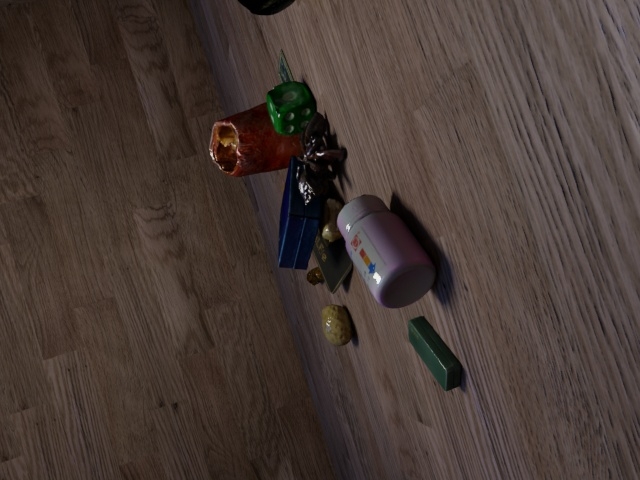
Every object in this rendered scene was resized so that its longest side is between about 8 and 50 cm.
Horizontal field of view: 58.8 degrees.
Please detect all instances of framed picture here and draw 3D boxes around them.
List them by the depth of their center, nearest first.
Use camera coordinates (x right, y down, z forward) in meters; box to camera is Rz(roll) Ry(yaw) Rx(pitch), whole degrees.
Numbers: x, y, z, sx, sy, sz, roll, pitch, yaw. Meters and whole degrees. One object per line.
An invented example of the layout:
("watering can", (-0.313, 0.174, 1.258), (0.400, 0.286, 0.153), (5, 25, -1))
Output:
("framed picture", (-0.115, -0.547, 1.972), (0.142, 0.011, 0.183), (111, 140, -70))

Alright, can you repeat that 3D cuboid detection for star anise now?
("star anise", (-0.011, -0.242, 1.696), (0.212, 0.129, 0.282), (101, 159, -52))

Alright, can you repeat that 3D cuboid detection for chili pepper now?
("chili pepper", (-0.204, -0.340, 1.945), (0.229, 0.306, 0.251), (60, 156, 17))

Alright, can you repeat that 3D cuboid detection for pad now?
("pad", (-0.024, 0.009, 2.030), (0.375, 0.063, 0.315), (67, 153, 26))

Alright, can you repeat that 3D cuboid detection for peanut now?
("peanut", (0.058, 0.314, 2.112), (0.140, 0.109, 0.159), (112, 138, -69))

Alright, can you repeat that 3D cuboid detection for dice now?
("dice", (-0.092, -0.413, 1.785), (0.120, 0.129, 0.130), (89, 159, -54))

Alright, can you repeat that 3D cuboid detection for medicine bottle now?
("medicine bottle", (0.143, 0.019, 1.297), (0.151, 0.152, 0.254), (86, 163, -44))

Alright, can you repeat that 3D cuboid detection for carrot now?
("carrot", (-0.013, 0.142, 2.315), (0.229, 0.069, 0.068), (139, 114, -75))

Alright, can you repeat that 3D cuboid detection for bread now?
("bread", (0.040, -0.063, 1.782), (0.106, 0.082, 0.125), (155, 117, -68))

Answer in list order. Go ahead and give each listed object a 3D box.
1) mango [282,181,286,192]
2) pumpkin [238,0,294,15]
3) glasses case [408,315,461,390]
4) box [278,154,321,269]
("mango", (-0.102, -0.184, 2.226), (0.184, 0.085, 0.102), (86, 163, -79))
("pumpkin", (-0.133, -0.722, 1.373), (0.296, 0.296, 0.295), (163, 90, -77))
("glasses case", (0.265, 0.262, 1.336), (0.184, 0.040, 0.077), (-124, 21, -52))
("box", (-0.072, -0.088, 1.875), (0.278, 0.116, 0.261), (105, 167, -51))
